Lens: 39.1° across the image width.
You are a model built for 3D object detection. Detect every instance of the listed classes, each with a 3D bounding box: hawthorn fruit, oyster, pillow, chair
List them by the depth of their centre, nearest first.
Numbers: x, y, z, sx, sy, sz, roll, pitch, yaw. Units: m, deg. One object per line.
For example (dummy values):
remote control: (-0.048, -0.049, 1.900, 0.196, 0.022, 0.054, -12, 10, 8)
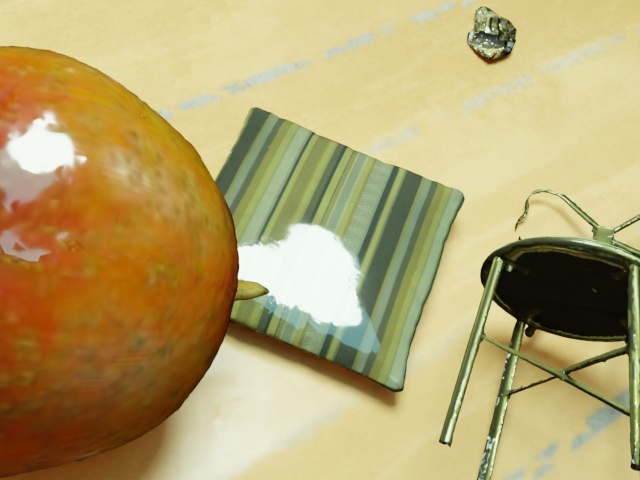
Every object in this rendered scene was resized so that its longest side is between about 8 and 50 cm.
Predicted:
hawthorn fruit: (-0.167, 0.022, 0.588, 0.298, 0.277, 0.277, 10, 53, -32)
chair: (0.199, 0.048, 0.701, 0.160, 0.170, 0.325, 4, 55, 26)
pillow: (0.000, 0.000, 0.756, 0.212, 0.052, 0.208, 22, 57, 3)
oyster: (0.188, -0.223, 0.972, 0.054, 0.019, 0.083, 21, 55, -1)
